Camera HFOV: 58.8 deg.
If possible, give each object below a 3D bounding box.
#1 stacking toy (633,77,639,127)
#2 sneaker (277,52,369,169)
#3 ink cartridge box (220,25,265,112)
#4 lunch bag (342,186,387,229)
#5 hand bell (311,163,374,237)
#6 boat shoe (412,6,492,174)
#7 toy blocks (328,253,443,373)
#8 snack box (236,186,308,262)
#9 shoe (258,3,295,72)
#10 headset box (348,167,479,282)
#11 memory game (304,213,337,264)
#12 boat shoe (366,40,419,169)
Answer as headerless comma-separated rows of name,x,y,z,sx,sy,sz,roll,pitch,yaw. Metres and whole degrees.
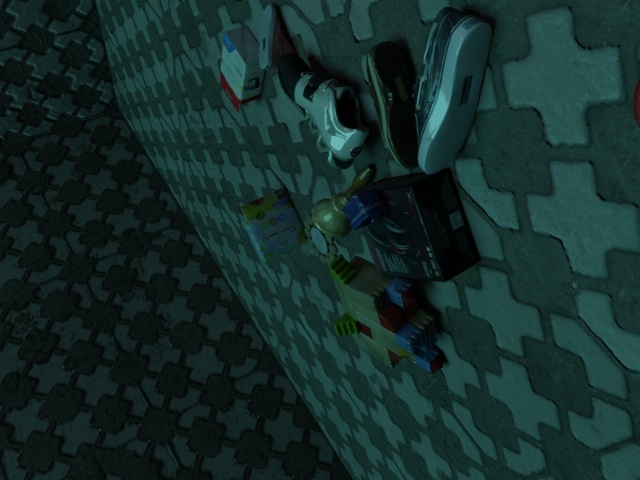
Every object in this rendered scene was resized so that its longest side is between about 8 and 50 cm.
stacking toy,0.388,-0.155,0.485,0.141,0.330,0.141,47,152,34
sneaker,0.019,-0.346,1.362,0.331,0.122,0.146,58,138,14
ink cartridge box,-0.241,-0.518,1.741,0.134,0.078,0.231,58,156,15
lunch bag,0.100,-0.066,1.231,0.065,0.067,0.098,62,154,10
hand bell,0.080,-0.120,1.490,0.126,0.126,0.242,58,143,14
boat shoe,0.215,-0.262,1.023,0.102,0.108,0.301,46,149,35
toy blocks,0.186,0.214,1.486,0.260,0.190,0.382,26,147,41
snack box,-0.162,-0.052,1.937,0.207,0.174,0.070,65,160,-6
shoe,-0.113,-0.524,1.494,0.063,0.081,0.178,-11,75,54
headset box,0.195,-0.032,1.291,0.293,0.110,0.218,3,116,64
memory game,0.000,0.000,1.859,0.186,0.012,0.186,46,151,34
boat shoe,0.155,-0.276,1.173,0.095,0.095,0.258,-147,41,-73
